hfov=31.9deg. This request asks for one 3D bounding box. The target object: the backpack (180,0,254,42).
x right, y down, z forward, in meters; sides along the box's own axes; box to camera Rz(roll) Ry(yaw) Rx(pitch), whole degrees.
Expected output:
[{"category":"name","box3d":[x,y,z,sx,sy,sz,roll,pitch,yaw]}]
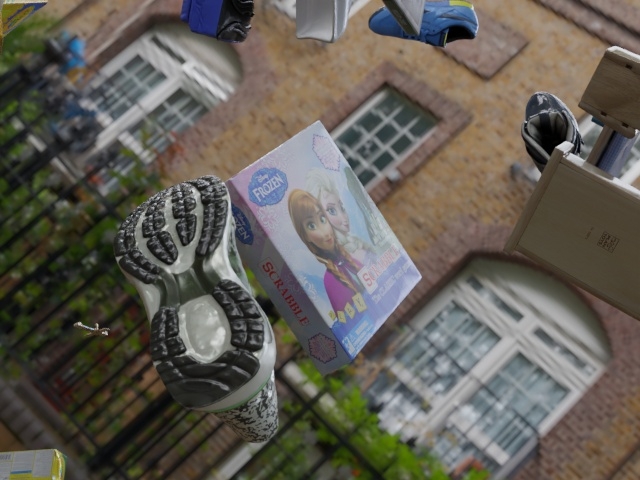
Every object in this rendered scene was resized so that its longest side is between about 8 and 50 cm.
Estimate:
[{"category":"backpack","box3d":[-0.172,-0.393,1.909,0.101,0.098,0.120,22,12,24]}]

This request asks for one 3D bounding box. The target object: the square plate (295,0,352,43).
[{"category":"square plate","box3d":[0.009,-0.519,1.944,0.347,0.049,0.344,-135,-134,-74]}]

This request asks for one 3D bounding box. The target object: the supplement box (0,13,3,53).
[{"category":"supplement box","box3d":[-0.561,-0.333,1.601,0.191,0.194,0.129,178,-93,-73]}]

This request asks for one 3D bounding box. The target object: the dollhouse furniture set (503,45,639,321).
[{"category":"dollhouse furniture set","box3d":[0.395,-0.072,1.329,0.198,0.286,0.303,31,26,16]}]

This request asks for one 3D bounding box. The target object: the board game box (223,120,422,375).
[{"category":"board game box","box3d":[0.000,0.000,1.733,0.066,0.319,0.318,-31,-83,32]}]

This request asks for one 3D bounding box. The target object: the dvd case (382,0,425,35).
[{"category":"dvd case","box3d":[0.140,-0.435,1.752,0.030,0.179,0.239,11,0,13]}]

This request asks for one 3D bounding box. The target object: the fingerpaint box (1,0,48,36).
[{"category":"fingerpaint box","box3d":[-0.880,-0.455,2.439,0.163,0.445,0.371,57,21,-2]}]

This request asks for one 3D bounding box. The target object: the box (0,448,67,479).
[{"category":"box","box3d":[-0.430,0.395,1.617,0.105,0.179,0.043,-6,-31,15]}]

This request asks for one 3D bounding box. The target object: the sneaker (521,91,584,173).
[{"category":"sneaker","box3d":[0.365,-0.184,1.789,0.163,0.086,0.226,54,23,-52]}]

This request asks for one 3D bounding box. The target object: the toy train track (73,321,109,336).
[{"category":"toy train track","box3d":[-0.401,0.152,1.952,0.083,0.048,0.014,31,44,-59]}]

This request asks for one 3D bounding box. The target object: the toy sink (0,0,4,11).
[{"category":"toy sink","box3d":[-0.505,-0.236,1.392,0.153,0.234,0.131,20,2,44]}]

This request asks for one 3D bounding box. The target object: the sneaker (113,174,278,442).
[{"category":"sneaker","box3d":[-0.137,0.085,1.346,0.410,0.158,0.182,-109,178,-48]}]

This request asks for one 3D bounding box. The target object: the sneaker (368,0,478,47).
[{"category":"sneaker","box3d":[0.197,-0.409,2.138,0.069,0.209,0.082,85,4,-57]}]
